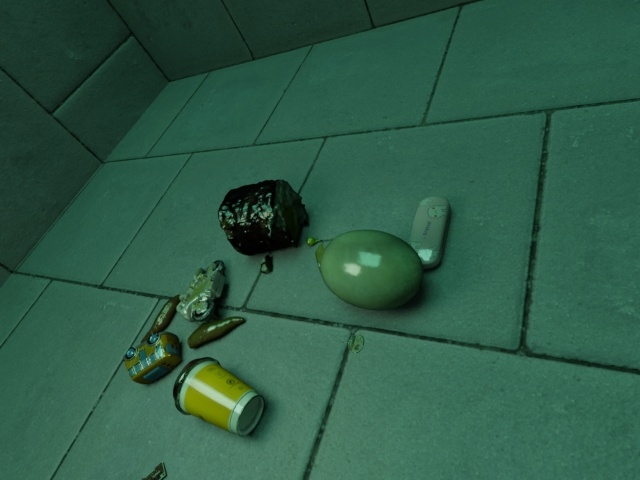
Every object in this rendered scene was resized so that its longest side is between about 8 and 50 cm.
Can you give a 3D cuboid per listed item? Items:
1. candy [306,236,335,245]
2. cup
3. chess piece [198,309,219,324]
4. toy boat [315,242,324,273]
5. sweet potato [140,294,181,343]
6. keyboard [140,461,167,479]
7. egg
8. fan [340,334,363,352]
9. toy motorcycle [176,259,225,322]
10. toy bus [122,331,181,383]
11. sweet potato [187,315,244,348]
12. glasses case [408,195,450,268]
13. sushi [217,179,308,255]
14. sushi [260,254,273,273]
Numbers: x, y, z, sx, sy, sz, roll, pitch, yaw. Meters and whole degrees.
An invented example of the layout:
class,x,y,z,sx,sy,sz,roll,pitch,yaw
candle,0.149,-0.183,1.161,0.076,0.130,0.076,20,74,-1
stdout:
class,x,y,z,sx,sy,sz,roll,pitch,yaw
candy,0.000,0.000,1.665,0.122,0.035,0.035,-4,95,16
cup,-0.327,0.507,1.326,0.279,0.196,0.197,16,63,29
chess piece,-0.458,0.315,1.659,0.093,0.042,0.042,-28,44,14
toy boat,0.020,0.083,1.559,0.066,0.065,0.172,-12,48,-4
sweet potato,-0.678,0.338,1.758,0.078,0.058,0.255,6,58,53
keyboard,-0.574,0.799,1.333,0.166,0.017,0.055,-40,45,-5
egg,0.159,0.092,1.330,0.352,0.258,0.259,17,63,36
fan,0.105,0.339,1.331,0.080,0.003,0.060,-22,45,12
toy motorcycle,-0.500,0.223,1.705,0.222,0.108,0.341,-28,33,20
toy bus,-0.643,0.459,1.587,0.209,0.126,0.136,-33,53,1
sweet potato,-0.410,0.341,1.584,0.243,0.077,0.077,-29,44,9
glasses case,0.380,-0.034,1.432,0.113,0.075,0.297,2,56,29
sushi,-0.240,-0.094,1.693,0.293,0.299,0.282,-7,66,23
sushi,-0.227,0.104,1.708,0.046,0.044,0.083,-38,38,28
